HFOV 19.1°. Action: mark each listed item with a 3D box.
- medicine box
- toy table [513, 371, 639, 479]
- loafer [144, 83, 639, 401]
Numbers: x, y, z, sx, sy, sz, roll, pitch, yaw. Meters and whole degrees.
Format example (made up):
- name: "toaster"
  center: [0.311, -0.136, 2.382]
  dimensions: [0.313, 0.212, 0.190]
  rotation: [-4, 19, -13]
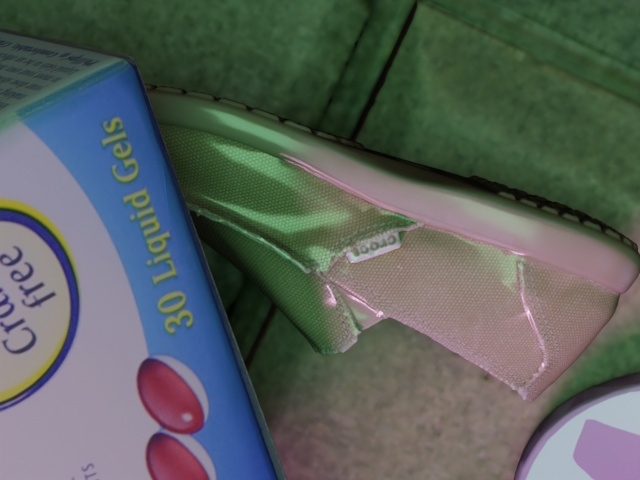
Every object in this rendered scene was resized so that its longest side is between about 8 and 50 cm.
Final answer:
- name: "medicine box"
  center: [-0.178, 0.097, 0.712]
  dimensions: [0.289, 0.149, 0.263]
  rotation: [-32, 117, -29]
- name: "toy table"
  center: [0.210, 0.171, 0.788]
  dimensions: [0.274, 0.161, 0.252]
  rotation: [18, 99, 0]
- name: "loafer"
  center: [0.000, 0.000, 0.808]
  dimensions: [0.268, 0.102, 0.092]
  rotation: [17, 93, 1]
